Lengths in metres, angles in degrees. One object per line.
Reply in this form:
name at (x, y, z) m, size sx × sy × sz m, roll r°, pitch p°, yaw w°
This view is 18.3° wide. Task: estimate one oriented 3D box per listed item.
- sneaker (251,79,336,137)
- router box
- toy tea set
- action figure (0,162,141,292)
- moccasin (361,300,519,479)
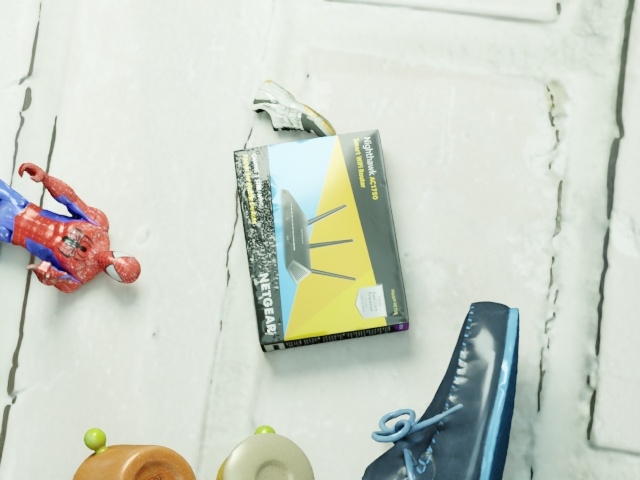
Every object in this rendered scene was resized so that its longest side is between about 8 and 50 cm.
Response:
sneaker at (-0.025, -0.109, 1.796) m, size 0.083 × 0.032 × 0.037 m, roll 36°, pitch 94°, yaw 15°
router box at (0.000, 0.000, 1.757) m, size 0.133 × 0.046 × 0.179 m, roll -9°, pitch 76°, yaw 0°
toy tea set at (-0.120, 0.316, 1.674) m, size 0.200 × 0.124 × 0.336 m, roll 12°, pitch 72°, yaw -25°
action figure at (-0.288, -0.031, 1.735) m, size 0.280 × 0.139 × 0.091 m, roll 23°, pitch 80°, yaw 5°
moccasin at (0.086, 0.209, 1.659) m, size 0.117 × 0.138 × 0.342 m, roll 12°, pitch 77°, yaw 12°
